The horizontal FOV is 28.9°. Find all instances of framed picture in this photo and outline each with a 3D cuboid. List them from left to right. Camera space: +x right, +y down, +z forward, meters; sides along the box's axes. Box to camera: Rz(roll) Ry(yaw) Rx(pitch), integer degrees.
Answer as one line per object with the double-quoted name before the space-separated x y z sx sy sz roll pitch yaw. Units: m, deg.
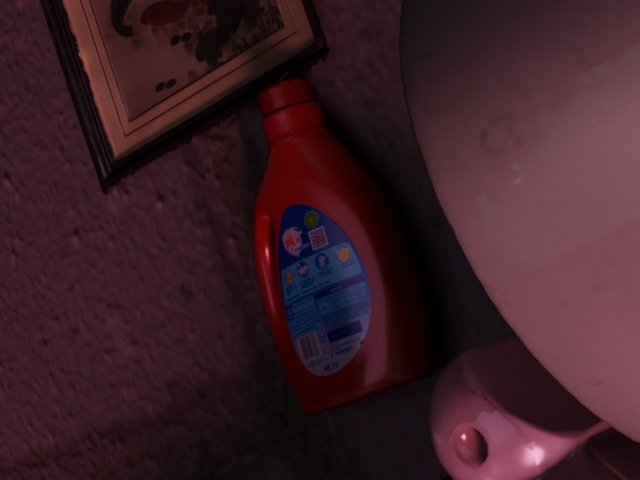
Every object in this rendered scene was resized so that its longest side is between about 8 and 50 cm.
"framed picture" -0.092 -0.152 0.698 0.195 0.010 0.199 -24 81 37

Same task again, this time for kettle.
"kettle" 0.203 -0.058 0.339 0.318 0.205 0.265 -30 40 36

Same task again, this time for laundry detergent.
"laundry detergent" 0.000 0.000 0.627 0.097 0.049 0.165 -25 78 40

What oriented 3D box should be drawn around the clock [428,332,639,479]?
"clock" 0.117 0.237 0.496 0.342 0.184 0.326 44 124 30
